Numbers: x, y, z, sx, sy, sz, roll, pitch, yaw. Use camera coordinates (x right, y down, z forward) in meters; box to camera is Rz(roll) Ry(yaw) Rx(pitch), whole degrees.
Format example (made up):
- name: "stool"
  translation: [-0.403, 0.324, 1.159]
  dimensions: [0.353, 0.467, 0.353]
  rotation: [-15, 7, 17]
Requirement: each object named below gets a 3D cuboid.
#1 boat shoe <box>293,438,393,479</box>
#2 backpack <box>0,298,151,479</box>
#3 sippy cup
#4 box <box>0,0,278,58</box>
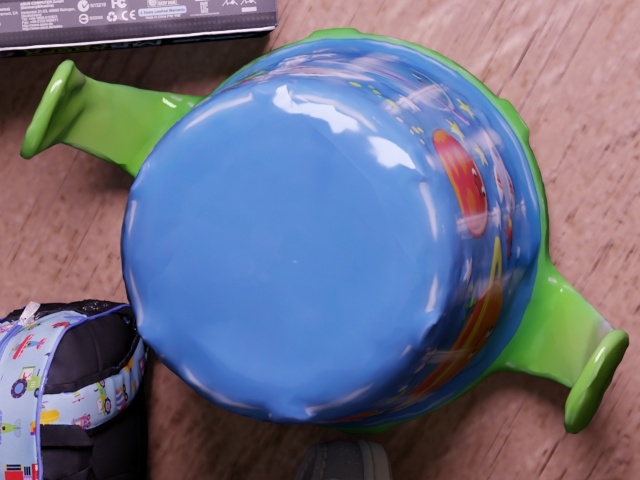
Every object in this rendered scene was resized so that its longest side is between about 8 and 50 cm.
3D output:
- name: "boat shoe"
  translation: [-0.048, 0.232, 0.983]
  dimensions: [0.103, 0.118, 0.320]
  rotation: [28, 59, -3]
- name: "backpack"
  translation: [-0.163, 0.115, 1.040]
  dimensions: [0.117, 0.173, 0.158]
  rotation: [1, 94, 10]
- name: "sippy cup"
  translation: [0.000, 0.000, 0.977]
  dimensions: [0.305, 0.224, 0.240]
  rotation: [-9, 91, 12]
- name: "box"
  translation: [-0.166, -0.214, 1.041]
  dimensions: [0.270, 0.060, 0.216]
  rotation: [-6, 92, -7]
